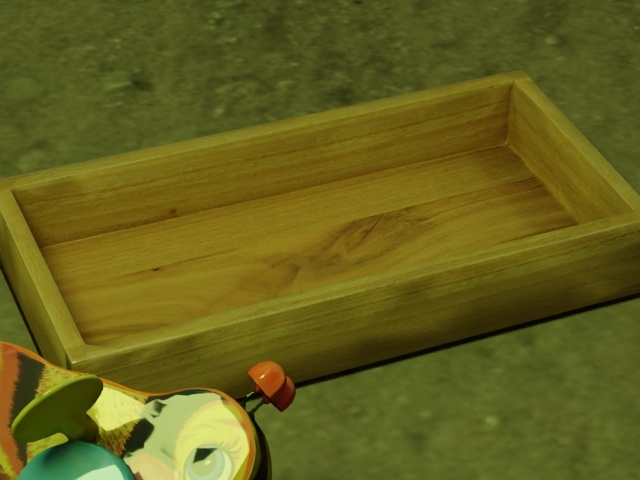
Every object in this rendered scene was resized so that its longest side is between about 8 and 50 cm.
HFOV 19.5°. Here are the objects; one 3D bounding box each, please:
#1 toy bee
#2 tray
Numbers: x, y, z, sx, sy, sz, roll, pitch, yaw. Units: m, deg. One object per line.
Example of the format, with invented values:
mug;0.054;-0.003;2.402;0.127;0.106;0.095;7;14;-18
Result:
toy bee;-0.093;0.125;1.039;0.298;0.195;0.162;33;78;-3
tray;0.000;0.000;1.277;0.411;0.076;0.203;-13;39;-19
